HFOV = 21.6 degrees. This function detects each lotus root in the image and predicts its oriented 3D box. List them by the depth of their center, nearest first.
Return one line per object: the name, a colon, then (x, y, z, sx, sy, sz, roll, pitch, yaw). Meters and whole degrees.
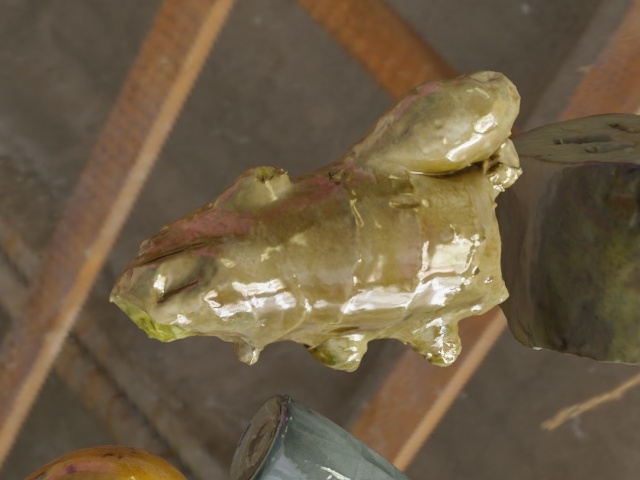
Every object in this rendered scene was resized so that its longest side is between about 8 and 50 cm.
lotus root: (0.175, -0.004, 0.995, 0.235, 0.138, 0.119, -128, -149, -75)

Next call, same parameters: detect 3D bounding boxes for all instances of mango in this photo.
mango: (-0.252, 0.312, 1.758, 0.290, 0.191, 0.160, -39, -116, 56)

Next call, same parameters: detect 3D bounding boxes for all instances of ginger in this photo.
ginger: (0.010, 0.008, 0.761, 0.081, 0.205, 0.115, 58, -9, 44)

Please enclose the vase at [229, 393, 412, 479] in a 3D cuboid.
vase: (0.042, 0.198, 1.272, 0.214, 0.086, 0.086, 28, -51, -17)
